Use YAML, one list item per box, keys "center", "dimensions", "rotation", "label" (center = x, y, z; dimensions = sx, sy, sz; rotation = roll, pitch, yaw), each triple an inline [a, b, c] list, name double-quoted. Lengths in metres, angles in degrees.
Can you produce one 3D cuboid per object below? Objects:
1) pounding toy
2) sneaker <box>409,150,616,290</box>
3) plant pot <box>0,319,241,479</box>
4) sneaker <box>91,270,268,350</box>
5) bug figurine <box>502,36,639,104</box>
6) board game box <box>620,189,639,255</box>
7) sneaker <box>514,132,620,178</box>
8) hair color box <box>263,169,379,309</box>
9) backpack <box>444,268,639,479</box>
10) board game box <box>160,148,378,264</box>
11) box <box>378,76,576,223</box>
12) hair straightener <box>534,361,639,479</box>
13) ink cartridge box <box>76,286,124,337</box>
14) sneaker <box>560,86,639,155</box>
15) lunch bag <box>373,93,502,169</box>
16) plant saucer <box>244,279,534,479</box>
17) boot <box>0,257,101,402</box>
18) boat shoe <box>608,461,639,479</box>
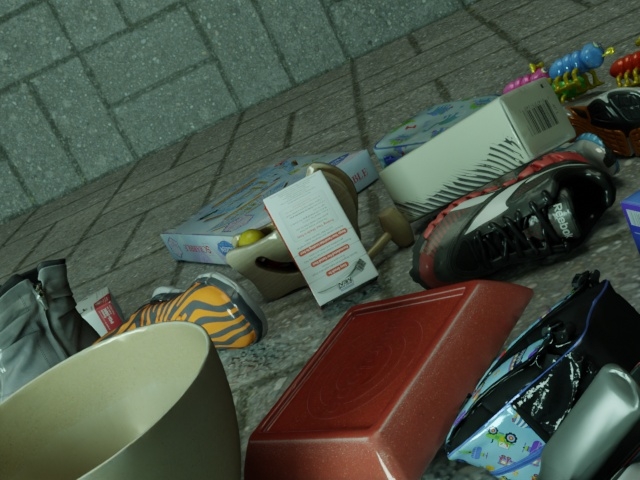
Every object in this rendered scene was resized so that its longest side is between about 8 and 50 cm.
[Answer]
- center: [-0.014, -0.012, 1.322]
  dimensions: [0.269, 0.154, 0.155]
  rotation: [-23, 18, 12]
  label: "pounding toy"
- center: [0.237, -0.019, 1.089]
  dimensions: [0.276, 0.098, 0.135]
  rotation: [-28, 16, -10]
  label: "sneaker"
- center: [-0.184, 0.231, 0.835]
  dimensions: [0.284, 0.191, 0.284]
  rotation: [-24, 19, 9]
  label: "plant pot"
- center: [-0.204, 0.146, 1.243]
  dimensions: [0.180, 0.125, 0.321]
  rotation: [-43, 13, -30]
  label: "sneaker"
- center: [0.398, -0.251, 1.389]
  dimensions: [0.279, 0.072, 0.216]
  rotation: [-11, -7, -46]
  label: "bug figurine"
- center: [0.485, -0.036, 0.830]
  dimensions: [0.233, 0.078, 0.347]
  rotation: [-31, 19, -12]
  label: "board game box"
- center: [0.331, -0.096, 1.240]
  dimensions: [0.083, 0.071, 0.190]
  rotation: [-37, 12, -12]
  label: "sneaker"
- center: [0.000, 0.000, 1.245]
  dimensions: [0.093, 0.167, 0.053]
  rotation: [-28, -11, -5]
  label: "hair color box"
- center: [0.187, 0.130, 0.717]
  dimensions: [0.173, 0.117, 0.158]
  rotation: [-51, -8, 29]
  label: "backpack"
- center: [-0.102, -0.064, 1.722]
  dimensions: [0.318, 0.066, 0.318]
  rotation: [-36, 20, -27]
  label: "board game box"
- center: [0.211, -0.119, 1.267]
  dimensions: [0.113, 0.094, 0.275]
  rotation: [-26, -2, -34]
  label: "box"
- center: [0.141, 0.166, 0.613]
  dimensions: [0.089, 0.047, 0.230]
  rotation: [4, -47, -38]
  label: "hair straightener"
- center: [-0.419, 0.147, 1.594]
  dimensions: [0.135, 0.056, 0.099]
  rotation: [-29, 19, -9]
  label: "ink cartridge box"
- center: [0.422, -0.182, 1.293]
  dimensions: [0.121, 0.099, 0.262]
  rotation: [-33, 20, -32]
  label: "sneaker"
- center: [0.208, -0.168, 1.545]
  dimensions: [0.176, 0.090, 0.219]
  rotation: [-38, 21, -34]
  label: "lunch bag"
- center: [0.051, 0.135, 0.895]
  dimensions: [0.259, 0.048, 0.258]
  rotation: [-19, 25, 52]
  label: "plant saucer"
- center: [-0.431, 0.182, 1.250]
  dimensions: [0.118, 0.223, 0.338]
  rotation: [-16, 21, 26]
  label: "boot"
- center: [0.109, 0.241, 0.536]
  dimensions: [0.105, 0.113, 0.306]
  rotation: [15, 52, 43]
  label: "boat shoe"
